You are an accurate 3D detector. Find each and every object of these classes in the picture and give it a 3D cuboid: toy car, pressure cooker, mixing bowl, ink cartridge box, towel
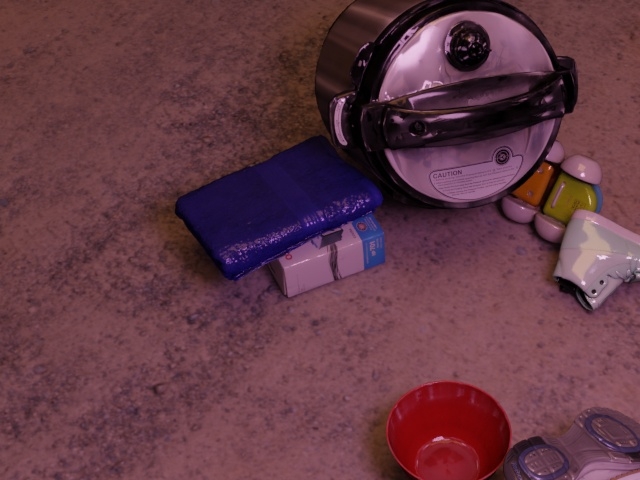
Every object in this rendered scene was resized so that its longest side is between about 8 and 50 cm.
[{"bbox_3d":[0.422,-0.090,2.024,0.182,0.159,0.136,34,19,34],"label":"toy car"},{"bbox_3d":[0.200,-0.248,1.941,0.370,0.375,0.420,-52,23,3],"label":"pressure cooker"},{"bbox_3d":[0.189,0.307,1.682,0.181,0.098,0.181,-3,47,3],"label":"mixing bowl"},{"bbox_3d":[0.000,0.000,1.998,0.191,0.082,0.139,-19,48,-14],"label":"ink cartridge box"},{"bbox_3d":[-0.073,-0.056,1.958,0.308,0.076,0.227,-24,41,-16],"label":"towel"}]

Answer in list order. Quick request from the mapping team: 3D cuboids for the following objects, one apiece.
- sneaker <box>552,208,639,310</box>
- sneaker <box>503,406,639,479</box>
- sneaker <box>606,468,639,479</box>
[{"bbox_3d":[0.512,0.067,1.904,0.256,0.094,0.151,25,79,6],"label":"sneaker"},{"bbox_3d":[0.365,0.330,1.644,0.297,0.129,0.111,-9,42,-30],"label":"sneaker"},{"bbox_3d":[0.492,0.395,1.575,0.282,0.099,0.153,-14,45,-12],"label":"sneaker"}]
